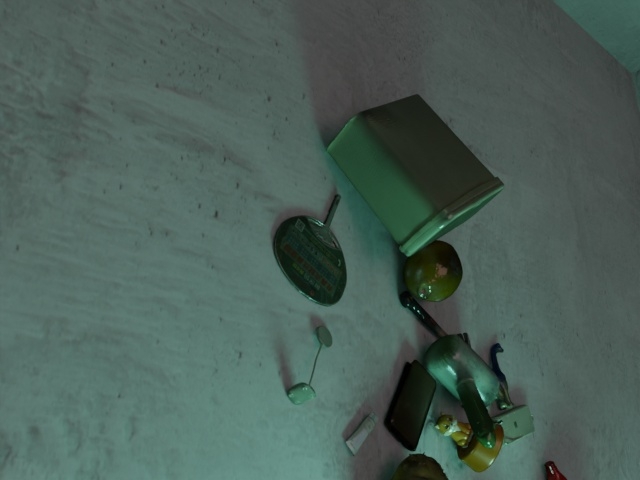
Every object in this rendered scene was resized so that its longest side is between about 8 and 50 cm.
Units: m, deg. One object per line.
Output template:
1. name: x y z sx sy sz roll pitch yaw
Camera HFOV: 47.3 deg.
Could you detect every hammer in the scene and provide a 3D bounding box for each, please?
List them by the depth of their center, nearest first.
1. hammer: 0.363 0.372 1.742 0.206 0.119 0.335 43 14 -18
2. hammer: 0.302 0.230 1.903 0.287 0.033 0.111 43 47 -25

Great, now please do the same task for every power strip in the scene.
1. power strip: 0.533 0.511 2.022 0.192 0.035 0.082 -4 77 -47

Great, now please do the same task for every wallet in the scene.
1. wallet: 0.218 0.389 1.743 0.110 0.031 0.198 49 45 -20

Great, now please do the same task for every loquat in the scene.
1. loquat: 0.286 0.082 1.869 0.152 0.152 0.195 57 31 -12

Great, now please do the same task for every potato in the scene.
1. potato: 0.207 0.603 1.555 0.191 0.141 0.296 25 55 -18

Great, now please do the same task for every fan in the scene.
1. fan: -0.023 0.002 1.676 0.223 0.012 0.295 16 62 -41

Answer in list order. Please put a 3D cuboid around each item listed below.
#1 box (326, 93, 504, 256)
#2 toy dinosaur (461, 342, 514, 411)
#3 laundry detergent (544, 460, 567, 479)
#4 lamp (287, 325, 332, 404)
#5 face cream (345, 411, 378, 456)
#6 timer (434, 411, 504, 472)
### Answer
1. box: 0.239 -0.176 1.851 0.344 0.177 0.352 50 40 10
2. toy dinosaur: 0.452 0.374 1.994 0.247 0.075 0.188 2 62 -41
3. laundry detergent: 0.678 0.711 2.080 0.097 0.049 0.165 -22 87 -45
4. lamp: -0.019 0.260 1.556 0.050 0.056 0.198 48 33 -19
5. face cream: 0.091 0.422 1.601 0.115 0.020 0.038 -40 104 -45
6. timer: 0.352 0.477 1.801 0.152 0.132 0.132 30 49 -6
